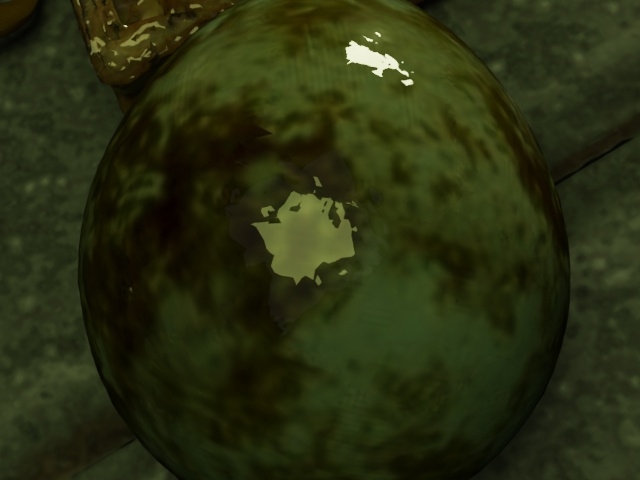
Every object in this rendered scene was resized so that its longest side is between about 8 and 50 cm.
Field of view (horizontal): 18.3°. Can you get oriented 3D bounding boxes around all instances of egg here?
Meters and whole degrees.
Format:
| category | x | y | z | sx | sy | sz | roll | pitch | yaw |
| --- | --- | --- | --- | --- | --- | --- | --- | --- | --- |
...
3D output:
| category | x | y | z | sx | sy | sz | roll | pitch | yaw |
| --- | --- | --- | --- | --- | --- | --- | --- | --- | --- |
| egg | 0.000 | 0.000 | 0.978 | 0.238 | 0.238 | 0.289 | -13 | 50 | 7 |

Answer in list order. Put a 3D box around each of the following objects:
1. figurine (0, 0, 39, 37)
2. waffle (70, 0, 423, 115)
| category | x | y | z | sx | sy | sz | roll | pitch | yaw |
| --- | --- | --- | --- | --- | --- | --- | --- | --- | --- |
| figurine | -0.224 | -0.187 | 1.175 | 0.122 | 0.121 | 0.176 | 2 | 59 | -17 |
| waffle | -0.013 | -0.221 | 1.132 | 0.308 | 0.091 | 0.213 | -25 | 68 | 2 |
